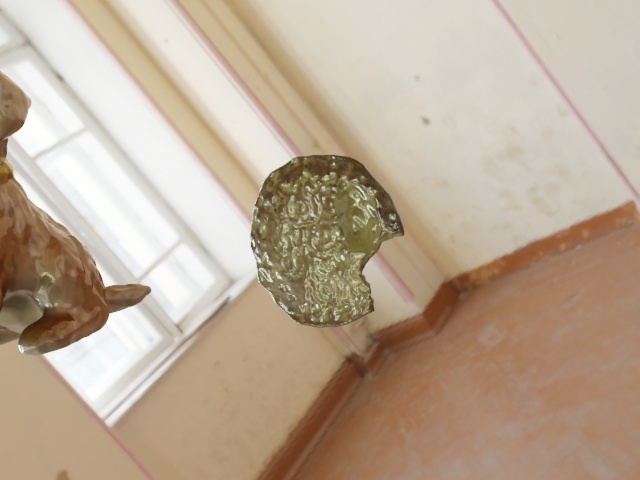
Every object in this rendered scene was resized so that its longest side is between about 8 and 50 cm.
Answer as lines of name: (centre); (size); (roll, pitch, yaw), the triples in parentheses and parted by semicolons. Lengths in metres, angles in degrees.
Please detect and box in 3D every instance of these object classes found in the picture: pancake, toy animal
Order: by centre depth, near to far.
toy animal: (-0.189, -0.025, 0.484); (0.104, 0.185, 0.184); (-15, 3, 31)
pancake: (0.000, 0.000, 1.038); (0.029, 0.211, 0.235); (-22, -39, -63)
